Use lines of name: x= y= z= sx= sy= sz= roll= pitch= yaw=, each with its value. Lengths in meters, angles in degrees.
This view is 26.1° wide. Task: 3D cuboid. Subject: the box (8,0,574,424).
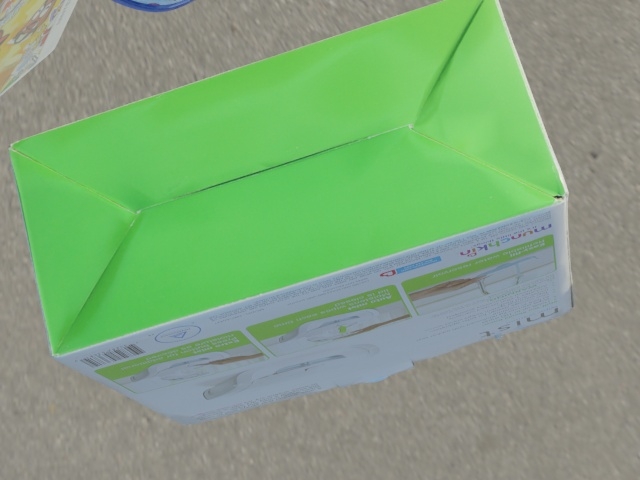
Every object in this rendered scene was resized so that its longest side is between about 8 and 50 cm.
box: x=0.000 y=0.000 z=0.770 sx=0.262 sy=0.127 sz=0.231 roll=-18 pitch=162 yaw=7

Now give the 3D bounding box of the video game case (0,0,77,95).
video game case: x=-0.236 y=-0.143 z=0.984 sx=0.026 sy=0.227 sz=0.206 roll=40 pitch=141 yaw=-2

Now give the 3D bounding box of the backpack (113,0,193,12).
backpack: x=-0.195 y=-0.366 z=1.421 sx=0.263 sy=0.213 sz=0.276 roll=37 pitch=65 yaw=-1
